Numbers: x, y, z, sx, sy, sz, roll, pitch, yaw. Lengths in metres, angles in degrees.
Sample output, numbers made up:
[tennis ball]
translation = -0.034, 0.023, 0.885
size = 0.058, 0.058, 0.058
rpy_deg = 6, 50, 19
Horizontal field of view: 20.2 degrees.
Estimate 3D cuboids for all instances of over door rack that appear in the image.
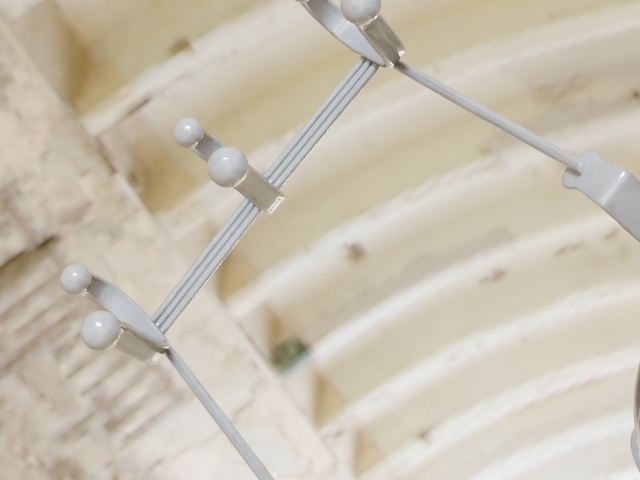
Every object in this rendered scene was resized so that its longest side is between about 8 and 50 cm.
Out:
[over door rack]
translation = 0.000, 0.000, 0.927
size = 0.108, 0.239, 0.324
rpy_deg = 37, 2, -39

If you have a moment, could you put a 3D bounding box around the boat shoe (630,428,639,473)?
[boat shoe]
translation = 0.345, 0.255, 1.618
size = 0.070, 0.077, 0.219
rpy_deg = -5, 78, -63

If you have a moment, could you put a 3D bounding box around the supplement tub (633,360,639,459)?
[supplement tub]
translation = 0.235, 0.119, 0.684
size = 0.207, 0.207, 0.338
rpy_deg = 56, 20, -35
